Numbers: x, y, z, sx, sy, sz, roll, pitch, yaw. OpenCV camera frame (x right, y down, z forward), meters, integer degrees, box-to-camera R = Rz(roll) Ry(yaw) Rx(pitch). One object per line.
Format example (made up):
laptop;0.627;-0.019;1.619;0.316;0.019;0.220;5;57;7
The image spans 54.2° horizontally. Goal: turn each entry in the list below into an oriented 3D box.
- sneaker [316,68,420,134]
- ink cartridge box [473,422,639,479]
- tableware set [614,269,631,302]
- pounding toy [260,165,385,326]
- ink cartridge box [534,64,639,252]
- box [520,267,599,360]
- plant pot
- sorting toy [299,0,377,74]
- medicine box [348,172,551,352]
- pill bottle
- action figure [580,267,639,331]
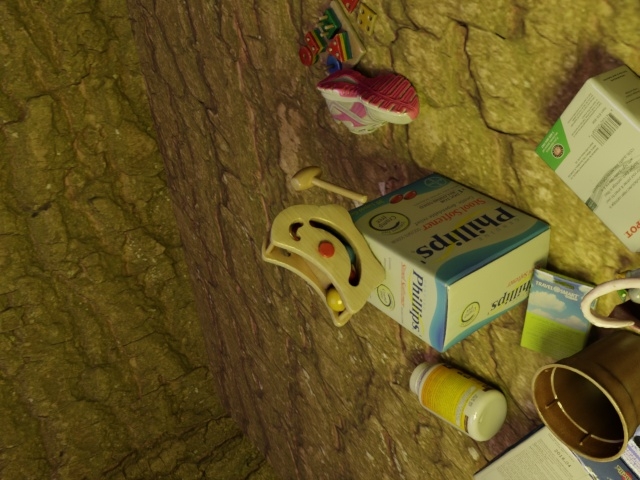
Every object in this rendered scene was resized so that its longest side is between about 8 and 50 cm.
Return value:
sneaker;0.106;-0.273;1.278;0.252;0.103;0.111;29;150;44
ink cartridge box;0.488;0.454;1.140;0.270;0.151;0.395;51;151;22
tableware set;0.493;0.115;0.945;0.154;0.024;0.104;62;180;7
pounding toy;0.000;0.000;1.047;0.270;0.154;0.155;58;150;14
ink cartridge box;0.424;-0.111;0.861;0.208;0.086;0.153;55;150;20
box;0.416;0.127;1.086;0.109;0.042;0.178;19;130;30
plant pot;0.458;0.234;0.999;0.167;0.165;0.167;41;145;38
sorting toy;0.027;-0.422;1.337;0.132;0.046;0.274;61;152;6
medicine box;0.214;0.025;1.141;0.289;0.263;0.149;33;138;45
pill bottle;0.303;0.352;1.410;0.215;0.117;0.117;22;130;52
action figure;0.533;0.183;0.745;0.248;0.275;0.370;-33;69;56
